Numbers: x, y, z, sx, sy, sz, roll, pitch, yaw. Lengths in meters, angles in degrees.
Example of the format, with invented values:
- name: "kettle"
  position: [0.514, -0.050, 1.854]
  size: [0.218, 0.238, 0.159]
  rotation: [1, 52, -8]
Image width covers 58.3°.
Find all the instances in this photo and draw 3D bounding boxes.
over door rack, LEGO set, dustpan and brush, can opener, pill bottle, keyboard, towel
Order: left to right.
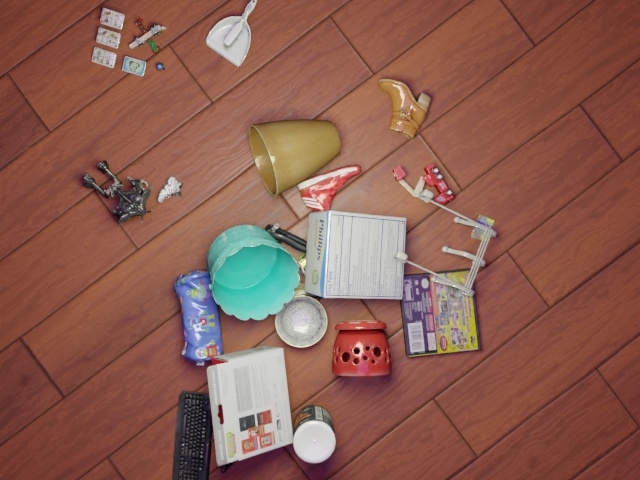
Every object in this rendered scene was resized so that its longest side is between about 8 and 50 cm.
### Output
- name: "LEGO set"
  position: [-0.632, -0.659, 1.946]
  size: [0.244, 0.060, 0.182]
  rotation: [17, 101, 1]
- name: "keyboard"
  position: [-0.387, 0.668, 1.920]
  size: [0.201, 0.033, 0.317]
  rotation: [4, 90, -1]
- name: "dustpan and brush"
  position: [-0.275, -0.716, 1.929]
  size: [0.147, 0.060, 0.211]
  rotation: [35, 89, 0]
- name: "can opener"
  position: [-0.107, -0.004, 1.910]
  size: [0.186, 0.059, 0.073]
  rotation: [19, 132, 16]
- name: "pill bottle"
  position: [-0.022, 0.599, 1.815]
  size: [0.130, 0.245, 0.130]
  rotation: [0, 88, -2]
- name: "over door rack"
  position: [0.396, 0.010, 1.855]
  size: [0.324, 0.108, 0.239]
  rotation: [27, 79, -21]
- name: "towel"
  position: [0.551, -0.040, 1.948]
  size: [0.060, 0.009, 0.083]
  rotation: [22, 89, 1]

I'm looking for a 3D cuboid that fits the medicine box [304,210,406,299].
- name: "medicine box"
  position: [0.112, 0.048, 1.824]
  size: [0.289, 0.149, 0.263]
  rotation: [4, 89, -25]

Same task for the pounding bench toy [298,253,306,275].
- name: "pounding bench toy"
  position: [-0.048, 0.068, 1.921]
  size: [0.065, 0.052, 0.083]
  rotation: [-27, 89, 0]

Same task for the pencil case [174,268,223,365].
- name: "pencil case"
  position: [-0.400, 0.249, 1.881]
  size: [0.133, 0.119, 0.306]
  rotation: [-7, 88, -24]

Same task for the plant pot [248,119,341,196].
- name: "plant pot"
  position: [-0.073, -0.297, 1.859]
  size: [0.254, 0.237, 0.237]
  rotation: [-22, 89, -16]

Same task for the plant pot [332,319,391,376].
- name: "plant pot"
  position: [0.131, 0.346, 1.855]
  size: [0.191, 0.191, 0.174]
  rotation: [-2, 80, 0]

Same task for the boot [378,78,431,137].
- name: "boot"
  position: [0.260, -0.444, 1.925]
  size: [0.197, 0.073, 0.152]
  rotation: [24, 93, 3]

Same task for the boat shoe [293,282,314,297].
- name: "boat shoe"
  position: [-0.023, 0.155, 1.916]
  size: [0.190, 0.068, 0.072]
  rotation: [-1, 77, 0]

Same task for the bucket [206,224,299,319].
- name: "bucket"
  position: [-0.222, 0.095, 1.806]
  size: [0.281, 0.183, 0.281]
  rotation: [-10, 118, -18]

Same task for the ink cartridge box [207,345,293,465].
- name: "ink cartridge box"
  position: [-0.244, 0.511, 1.811]
  size: [0.272, 0.130, 0.309]
  rotation: [-5, 88, -36]

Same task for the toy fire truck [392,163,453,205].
- name: "toy fire truck"
  position: [0.344, -0.188, 1.931]
  size: [0.135, 0.047, 0.192]
  rotation: [-31, 90, 0]

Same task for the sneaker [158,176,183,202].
- name: "sneaker"
  position: [-0.496, -0.158, 1.929]
  size: [0.069, 0.038, 0.098]
  rotation: [30, 89, 1]

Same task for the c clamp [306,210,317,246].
- name: "c clamp"
  position: [0.000, 0.000, 1.898]
  size: [0.137, 0.022, 0.161]
  rotation: [43, 46, -20]

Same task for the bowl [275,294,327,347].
- name: "bowl"
  position: [-0.062, 0.263, 1.904]
  size: [0.170, 0.080, 0.170]
  rotation: [0, 90, 0]

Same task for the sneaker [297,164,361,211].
- name: "sneaker"
  position: [0.043, -0.168, 1.922]
  size: [0.221, 0.087, 0.128]
  rotation: [-17, 98, 11]

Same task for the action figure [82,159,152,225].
- name: "action figure"
  position: [-0.640, -0.146, 1.881]
  size: [0.275, 0.141, 0.164]
  rotation: [38, 87, 16]

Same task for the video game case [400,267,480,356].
- name: "video game case"
  position: [0.397, 0.242, 1.930]
  size: [0.248, 0.035, 0.275]
  rotation: [-6, 88, 0]
